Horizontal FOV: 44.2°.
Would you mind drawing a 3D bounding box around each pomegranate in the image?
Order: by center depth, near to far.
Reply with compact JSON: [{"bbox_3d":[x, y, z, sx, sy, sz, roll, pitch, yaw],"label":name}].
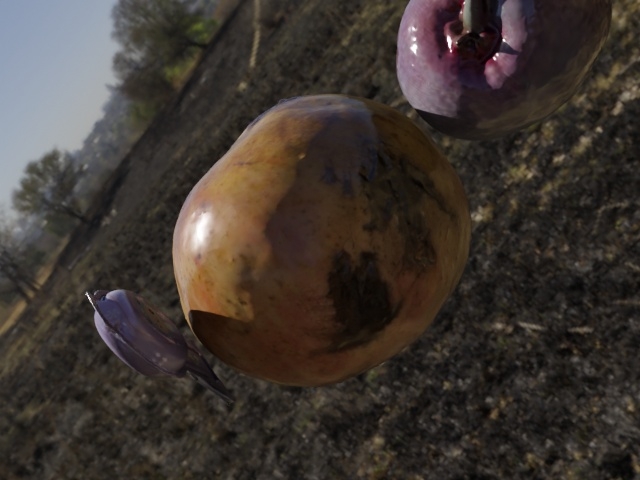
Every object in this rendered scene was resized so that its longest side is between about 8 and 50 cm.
[{"bbox_3d":[0.000,0.000,0.815,0.322,0.322,0.322,-47,17,18],"label":"pomegranate"}]

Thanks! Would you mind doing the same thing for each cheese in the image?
[{"bbox_3d":[-0.151,0.096,0.736,0.042,0.191,0.105,-42,55,0],"label":"cheese"}]

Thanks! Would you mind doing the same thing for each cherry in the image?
[{"bbox_3d":[0.180,-0.201,0.785,0.213,0.266,0.183,-39,64,32],"label":"cherry"}]
